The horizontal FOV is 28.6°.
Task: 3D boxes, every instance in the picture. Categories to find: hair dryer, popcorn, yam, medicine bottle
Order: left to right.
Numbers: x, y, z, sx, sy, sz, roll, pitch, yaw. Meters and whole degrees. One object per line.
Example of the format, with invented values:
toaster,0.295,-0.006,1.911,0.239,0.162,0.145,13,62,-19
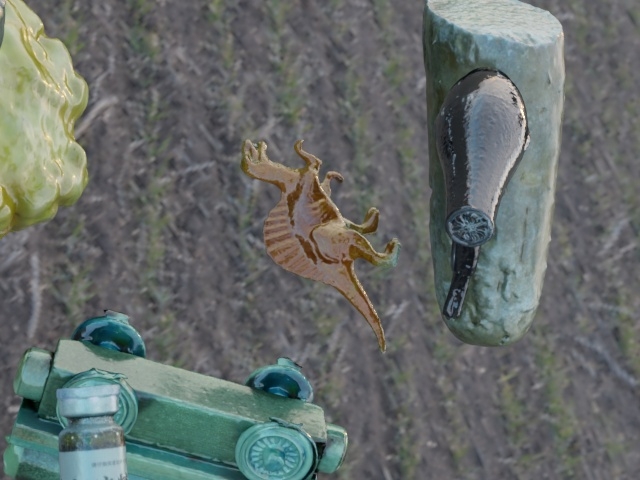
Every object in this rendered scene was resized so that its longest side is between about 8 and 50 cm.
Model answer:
popcorn,-0.393,-0.151,1.361,0.294,0.292,0.334,2,48,-18
medicine bottle,-0.164,0.202,0.918,0.051,0.051,0.191,0,82,-48
hair dryer,0.117,-0.008,0.995,0.075,0.219,0.195,8,40,6
yam,0.155,-0.062,1.149,0.133,0.133,0.330,-13,107,-51

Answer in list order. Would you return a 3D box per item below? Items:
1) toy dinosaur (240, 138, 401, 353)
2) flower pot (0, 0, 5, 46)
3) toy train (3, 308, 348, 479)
toy dinosaur,0.000,-0.002,1.190,0.142,0.057,0.212,3,64,-22
flower pot,-0.341,-0.178,0.975,0.243,0.157,0.189,-85,152,-58
toy train,-0.133,0.187,1.116,0.298,0.194,0.120,17,26,-10
